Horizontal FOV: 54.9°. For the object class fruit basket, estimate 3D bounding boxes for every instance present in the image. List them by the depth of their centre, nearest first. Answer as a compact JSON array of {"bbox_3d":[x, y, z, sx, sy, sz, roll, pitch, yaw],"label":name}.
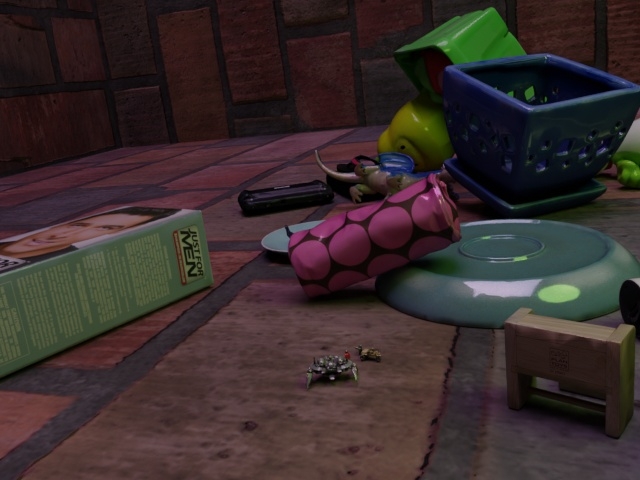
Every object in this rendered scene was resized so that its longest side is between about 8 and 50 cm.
[{"bbox_3d":[0.294,-0.277,1.388,0.392,0.392,0.283,-11,15,-14],"label":"fruit basket"}]

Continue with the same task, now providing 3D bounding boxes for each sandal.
[{"bbox_3d":[0.100,-0.164,1.340,0.067,0.040,0.179,-15,17,-30],"label":"sandal"}]

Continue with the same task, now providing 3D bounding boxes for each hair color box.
[{"bbox_3d":[-0.337,0.055,0.759,0.185,0.113,0.374,5,19,38],"label":"hair color box"}]

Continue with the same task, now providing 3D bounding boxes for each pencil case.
[{"bbox_3d":[0.062,-0.009,0.737,0.209,0.095,0.098,-20,21,22],"label":"pencil case"}]

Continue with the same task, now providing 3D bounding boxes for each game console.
[{"bbox_3d":[-0.001,-0.111,1.346,0.361,0.044,0.213,-9,15,-14],"label":"game console"}]

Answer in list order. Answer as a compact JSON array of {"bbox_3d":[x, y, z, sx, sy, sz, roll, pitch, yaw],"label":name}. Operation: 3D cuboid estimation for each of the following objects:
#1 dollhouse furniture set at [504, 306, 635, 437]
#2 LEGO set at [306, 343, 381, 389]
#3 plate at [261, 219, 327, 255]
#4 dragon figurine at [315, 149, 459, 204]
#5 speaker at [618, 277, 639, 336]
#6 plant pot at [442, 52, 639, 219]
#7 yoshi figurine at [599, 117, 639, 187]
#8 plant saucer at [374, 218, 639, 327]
[{"bbox_3d":[0.249,0.060,0.452,0.184,0.129,0.129,6,20,40],"label":"dollhouse furniture set"},{"bbox_3d":[0.018,0.110,0.568,0.054,0.023,0.083,3,18,32],"label":"LEGO set"},{"bbox_3d":[0.000,0.000,0.979,0.188,0.024,0.188,-6,16,2],"label":"plate"},{"bbox_3d":[0.133,-0.121,1.204,0.289,0.085,0.144,17,27,33],"label":"dragon figurine"},{"bbox_3d":[0.354,0.055,0.569,0.136,0.055,0.055,-7,15,0],"label":"speaker"},{"bbox_3d":[0.352,-0.175,1.038,0.236,0.212,0.236,-13,33,-20],"label":"plant pot"},{"bbox_3d":[0.572,-0.202,1.160,0.362,0.203,0.203,-1,23,31],"label":"yoshi figurine"},{"bbox_3d":[0.224,0.025,0.760,0.317,0.043,0.317,-6,16,2],"label":"plant saucer"}]
